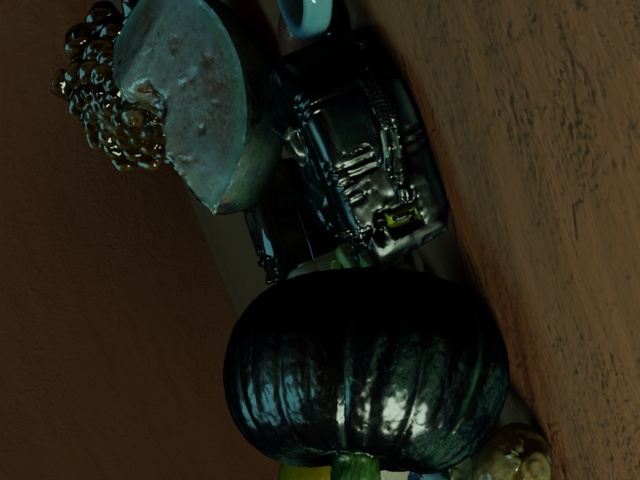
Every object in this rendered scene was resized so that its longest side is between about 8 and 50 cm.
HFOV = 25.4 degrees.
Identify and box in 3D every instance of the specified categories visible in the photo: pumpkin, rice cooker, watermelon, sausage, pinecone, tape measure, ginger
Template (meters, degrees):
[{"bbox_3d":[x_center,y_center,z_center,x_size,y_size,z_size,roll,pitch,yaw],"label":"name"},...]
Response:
[{"bbox_3d":[0.039,0.144,1.215,0.248,0.248,0.248,156,90,-81],"label":"pumpkin"},{"bbox_3d":[-0.040,-0.021,1.784,0.112,0.106,0.165,97,159,-69],"label":"rice cooker"},{"bbox_3d":[-0.114,-0.193,1.720,0.175,0.188,0.322,-1,-132,-50],"label":"watermelon"},{"bbox_3d":[-0.009,-0.187,1.284,0.054,0.059,0.094,49,161,20],"label":"sausage"},{"bbox_3d":[-0.245,-0.230,2.006,0.264,0.264,0.264,156,90,-81],"label":"pinecone"},{"bbox_3d":[0.023,-0.086,1.217,0.199,0.112,0.186,-144,33,-71],"label":"tape measure"},{"bbox_3d":[0.166,0.219,1.287,0.104,0.080,0.204,28,159,16],"label":"ginger"}]

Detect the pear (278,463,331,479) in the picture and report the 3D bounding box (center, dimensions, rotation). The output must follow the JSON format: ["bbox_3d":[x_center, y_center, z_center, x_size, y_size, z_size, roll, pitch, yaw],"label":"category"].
[{"bbox_3d":[0.050,0.309,1.834,0.209,0.209,0.208,156,90,-81],"label":"pear"}]

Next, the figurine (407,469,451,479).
[{"bbox_3d":[0.125,0.207,1.441,0.178,0.114,0.144,60,175,-19],"label":"figurine"}]

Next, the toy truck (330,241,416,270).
[{"bbox_3d":[0.072,0.057,1.410,0.100,0.077,0.169,78,166,-45],"label":"toy truck"}]

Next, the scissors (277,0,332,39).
[{"bbox_3d":[0.010,-0.264,1.025,0.447,0.029,0.192,177,80,-76],"label":"scissors"}]

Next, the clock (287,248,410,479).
[{"bbox_3d":[0.061,0.170,1.626,0.265,0.109,0.324,128,120,-84],"label":"clock"}]

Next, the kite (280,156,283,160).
[{"bbox_3d":[0.000,0.000,1.898,0.285,0.015,0.152,62,168,9],"label":"kite"}]
